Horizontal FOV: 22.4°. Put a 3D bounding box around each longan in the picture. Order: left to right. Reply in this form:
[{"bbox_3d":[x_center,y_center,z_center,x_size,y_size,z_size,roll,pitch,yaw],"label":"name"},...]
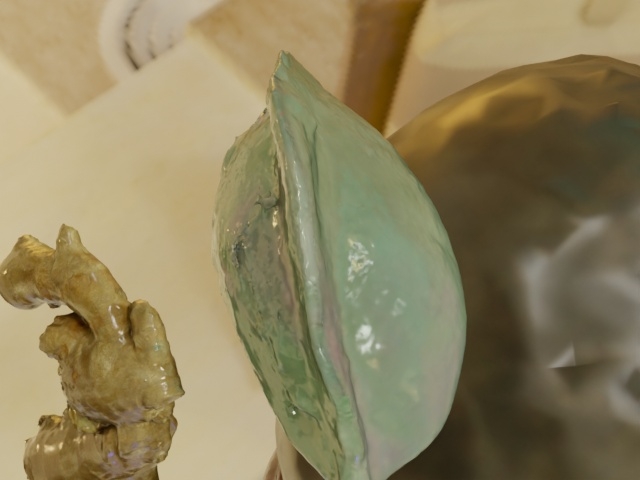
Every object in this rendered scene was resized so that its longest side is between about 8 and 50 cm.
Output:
[{"bbox_3d":[0.169,0.103,1.062,0.404,0.436,0.404,9,168,2],"label":"longan"}]

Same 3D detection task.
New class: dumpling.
[{"bbox_3d":[-0.006,0.007,0.716,0.105,0.216,0.149,-30,140,29],"label":"dumpling"}]

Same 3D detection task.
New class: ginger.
[{"bbox_3d":[-0.117,0.088,0.838,0.176,0.052,0.193,-14,107,57],"label":"ginger"}]

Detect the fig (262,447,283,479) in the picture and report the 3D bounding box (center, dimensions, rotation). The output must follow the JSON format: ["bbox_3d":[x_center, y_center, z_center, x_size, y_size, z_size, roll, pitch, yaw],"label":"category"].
[{"bbox_3d":[0.071,0.237,1.332,0.186,0.203,0.249,-35,122,30],"label":"fig"}]
